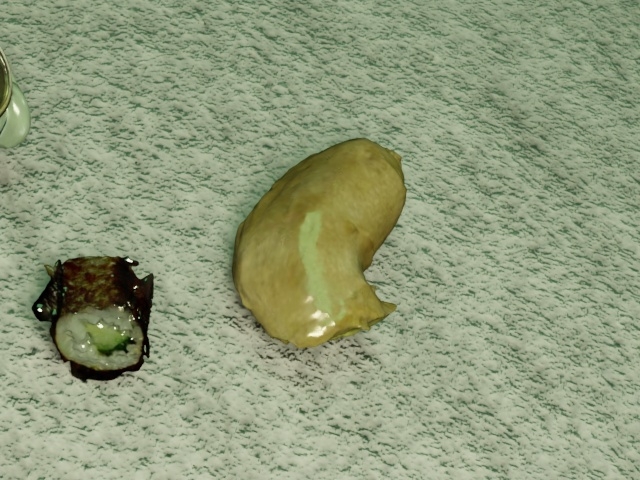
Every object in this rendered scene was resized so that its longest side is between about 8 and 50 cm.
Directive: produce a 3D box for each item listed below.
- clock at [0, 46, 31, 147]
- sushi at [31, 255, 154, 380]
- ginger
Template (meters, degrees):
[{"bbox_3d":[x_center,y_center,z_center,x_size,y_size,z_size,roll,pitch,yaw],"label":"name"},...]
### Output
[{"bbox_3d":[-0.372,-0.086,1.727,0.146,0.199,0.243,-7,32,34],"label":"clock"},{"bbox_3d":[-0.198,0.066,1.684,0.098,0.094,0.084,0,41,2],"label":"sushi"},{"bbox_3d":[0.000,0.000,1.794,0.152,0.138,0.267,26,54,-14],"label":"ginger"}]
